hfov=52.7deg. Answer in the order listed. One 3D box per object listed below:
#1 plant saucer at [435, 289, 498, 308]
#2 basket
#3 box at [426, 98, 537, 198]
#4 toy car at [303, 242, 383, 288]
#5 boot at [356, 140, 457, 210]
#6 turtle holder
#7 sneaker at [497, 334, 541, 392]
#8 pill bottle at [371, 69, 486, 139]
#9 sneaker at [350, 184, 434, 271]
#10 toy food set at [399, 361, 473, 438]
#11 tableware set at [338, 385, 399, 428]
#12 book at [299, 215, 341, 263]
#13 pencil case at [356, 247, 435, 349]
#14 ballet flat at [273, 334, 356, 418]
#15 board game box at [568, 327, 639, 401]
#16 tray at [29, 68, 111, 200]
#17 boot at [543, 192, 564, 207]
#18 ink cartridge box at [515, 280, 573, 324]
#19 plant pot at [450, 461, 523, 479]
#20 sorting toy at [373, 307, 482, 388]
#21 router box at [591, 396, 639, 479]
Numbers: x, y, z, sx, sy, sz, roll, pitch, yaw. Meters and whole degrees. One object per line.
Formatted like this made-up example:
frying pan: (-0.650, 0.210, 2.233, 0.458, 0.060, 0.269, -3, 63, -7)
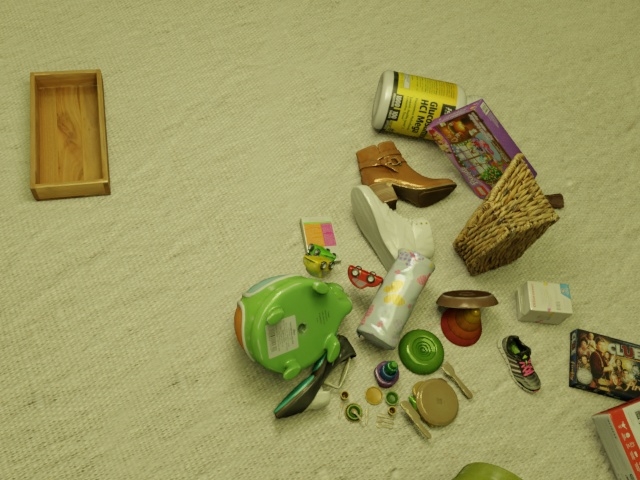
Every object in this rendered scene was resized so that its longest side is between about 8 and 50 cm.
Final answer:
plant saucer: (0.401, 0.158, 1.768, 0.168, 0.168, 0.029, -3, 94, -11)
basket: (0.478, -0.063, 1.820, 0.213, 0.299, 0.223, -17, 69, -16)
box: (0.477, -0.264, 1.917, 0.293, 0.201, 0.057, 47, 61, -17)
toy car: (0.025, 0.065, 1.728, 0.239, 0.225, 0.053, 17, 100, -28)
boot: (0.258, -0.207, 1.983, 0.283, 0.109, 0.220, -14, 61, -9)
turtle holder: (-0.073, 0.177, 1.627, 0.320, 0.243, 0.227, -47, 34, -21)
sneaker: (0.546, 0.329, 1.749, 0.063, 0.075, 0.170, -18, 67, -18)
pill bottle: (0.342, -0.418, 2.048, 0.334, 0.188, 0.188, 10, 61, -4)
sneaker: (0.215, -0.052, 1.864, 0.169, 0.108, 0.292, -29, 92, -25)
toy food set: (0.299, 0.420, 1.686, 0.192, 0.038, 0.132, -32, 79, -29)
tableware set: (0.124, 0.420, 1.657, 0.154, 0.024, 0.104, 12, 61, -3)
book: (0.000, 0.000, 1.857, 0.096, 0.035, 0.144, -5, 64, -14)
pencil case: (0.203, 0.156, 1.719, 0.113, 0.124, 0.273, 24, 78, 21)
ballet flat: (0.001, 0.359, 1.633, 0.096, 0.095, 0.280, 42, 63, -1)
board game box: (0.819, 0.355, 1.800, 0.243, 0.042, 0.165, 15, 61, -2)
tray: (-0.729, -0.314, 1.876, 0.203, 0.076, 0.411, -6, 63, -13)
boot: (0.725, -0.105, 2.037, 0.114, 0.037, 0.106, 2, 64, -14)
ink cartridge box: (0.625, 0.176, 1.835, 0.143, 0.090, 0.092, 6, 61, -5)
plant pot: (0.321, 0.685, 1.392, 0.366, 0.366, 0.353, 41, 52, 13)
sorting toy: (0.303, 0.266, 1.713, 0.366, 0.126, 0.127, -27, 70, -23)
router box: (0.903, 0.561, 1.655, 0.301, 0.082, 0.335, -15, 74, -17)
